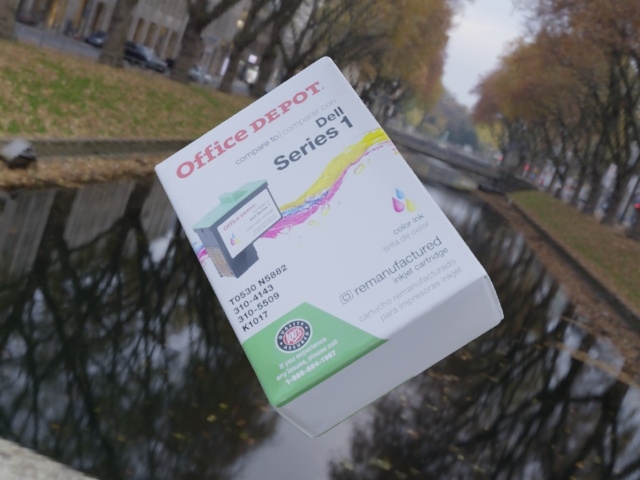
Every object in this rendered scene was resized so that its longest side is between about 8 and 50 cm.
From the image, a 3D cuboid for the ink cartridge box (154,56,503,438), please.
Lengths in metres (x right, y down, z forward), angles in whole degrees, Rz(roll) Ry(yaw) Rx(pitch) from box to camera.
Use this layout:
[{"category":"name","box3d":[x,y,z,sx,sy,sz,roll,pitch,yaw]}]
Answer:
[{"category":"ink cartridge box","box3d":[0.000,0.000,0.796,0.278,0.201,0.117,59,2,31]}]
